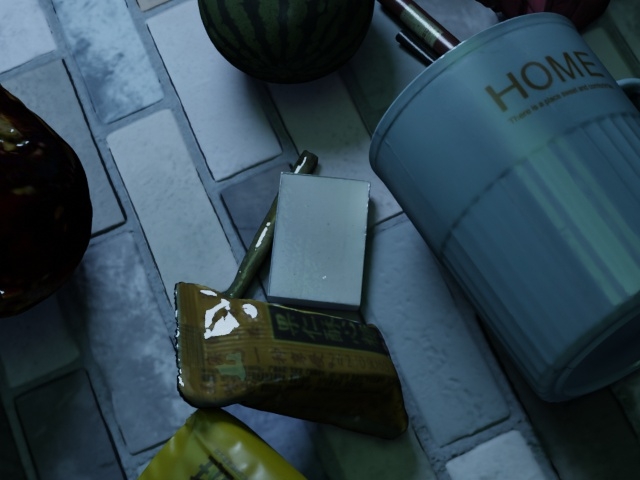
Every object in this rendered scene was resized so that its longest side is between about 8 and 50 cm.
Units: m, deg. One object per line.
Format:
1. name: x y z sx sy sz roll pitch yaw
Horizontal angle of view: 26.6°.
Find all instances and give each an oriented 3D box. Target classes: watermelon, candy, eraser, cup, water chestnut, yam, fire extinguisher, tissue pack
1. watermelon: -0.038 -0.280 1.546 0.212 0.212 0.212 -4 65 8
2. candy: -0.035 0.119 1.350 0.101 0.271 0.143 -46 46 35
3. eraser: 0.000 0.000 1.494 0.104 0.023 0.150 6 69 -2
4. cup: 0.256 -0.025 1.384 0.257 0.331 0.311 -44 63 26
5. water chestnut: -0.418 -0.016 1.454 0.350 0.302 0.350 15 33 -10
6. yam: -0.060 -0.001 1.519 0.029 0.027 0.234 31 72 -12
7. fire extinguisher: 0.122 -0.240 1.596 0.049 0.035 0.173 -38 62 -13
8. tissue pack: -0.036 0.297 1.286 0.271 0.192 0.134 40 79 22

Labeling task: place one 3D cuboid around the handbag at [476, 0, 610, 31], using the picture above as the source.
1. handbag: 0.259 -0.336 1.512 0.146 0.225 0.135 -39 64 -23
